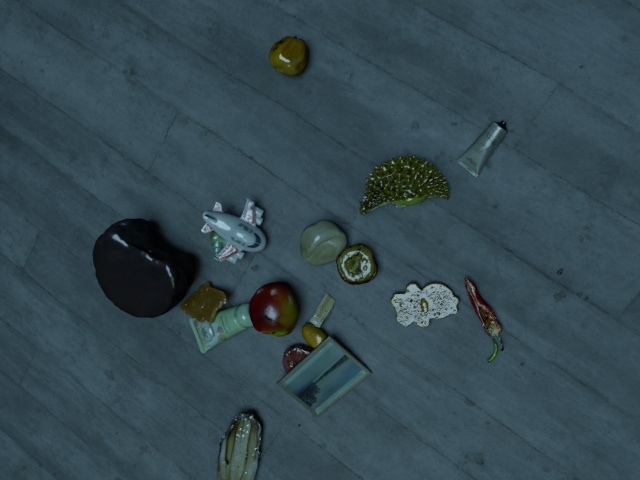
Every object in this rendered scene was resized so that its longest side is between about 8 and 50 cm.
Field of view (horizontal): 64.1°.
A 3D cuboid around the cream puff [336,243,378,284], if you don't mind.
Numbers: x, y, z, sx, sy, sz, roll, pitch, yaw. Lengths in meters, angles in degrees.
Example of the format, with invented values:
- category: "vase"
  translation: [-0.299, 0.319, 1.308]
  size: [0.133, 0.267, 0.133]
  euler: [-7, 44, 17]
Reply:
- category: "cream puff"
  translation: [0.128, 0.080, 1.764]
  size: [0.149, 0.084, 0.149]
  euler: [1, 99, 7]

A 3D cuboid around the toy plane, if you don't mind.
- category: "toy plane"
  translation: [-0.309, -0.037, 1.848]
  size: [0.252, 0.118, 0.252]
  euler: [-1, 99, -9]

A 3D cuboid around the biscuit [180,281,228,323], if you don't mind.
- category: "biscuit"
  translation: [-0.448, 0.243, 1.970]
  size: [0.250, 0.035, 0.162]
  euler: [-12, 66, 31]

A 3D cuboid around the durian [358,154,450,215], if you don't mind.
- category: "durian"
  translation: [0.259, -0.175, 1.673]
  size: [0.306, 0.166, 0.172]
  euler: [-18, 62, 13]

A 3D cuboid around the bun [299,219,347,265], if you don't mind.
- category: "bun"
  translation: [0.000, 0.000, 1.775]
  size: [0.173, 0.166, 0.113]
  euler: [-35, 50, 8]

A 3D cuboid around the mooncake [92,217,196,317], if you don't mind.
- category: "mooncake"
  translation: [-0.674, 0.113, 1.952]
  size: [0.381, 0.212, 0.350]
  euler: [47, 112, 3]

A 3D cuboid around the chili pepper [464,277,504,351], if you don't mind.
- category: "chili pepper"
  translation: [0.536, 0.239, 1.677]
  size: [0.059, 0.050, 0.268]
  euler: [-30, 87, -2]

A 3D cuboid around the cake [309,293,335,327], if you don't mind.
- category: "cake"
  translation: [0.009, 0.254, 1.843]
  size: [0.052, 0.065, 0.121]
  euler: [31, 98, 9]

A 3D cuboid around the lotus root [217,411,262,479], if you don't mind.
- category: "lotus root"
  translation: [-0.317, 0.814, 2.015]
  size: [0.167, 0.078, 0.329]
  euler: [12, 100, -8]

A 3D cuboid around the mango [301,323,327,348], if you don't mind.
- category: "mango"
  translation: [-0.023, 0.349, 1.864]
  size: [0.114, 0.057, 0.079]
  euler: [43, 114, 11]

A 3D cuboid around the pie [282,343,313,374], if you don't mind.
- category: "pie"
  translation: [-0.075, 0.459, 1.904]
  size: [0.154, 0.038, 0.153]
  euler: [3, 101, 17]

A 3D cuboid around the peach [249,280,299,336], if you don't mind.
- category: "peach"
  translation: [-0.165, 0.240, 1.832]
  size: [0.197, 0.197, 0.197]
  euler: [2, 98, 17]

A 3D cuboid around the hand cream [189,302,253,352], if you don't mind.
- category: "hand cream"
  translation: [-0.372, 0.323, 1.963]
  size: [0.306, 0.093, 0.147]
  euler: [-25, 85, 28]

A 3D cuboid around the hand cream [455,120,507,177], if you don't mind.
- category: "hand cream"
  translation: [0.518, -0.297, 1.612]
  size: [0.087, 0.054, 0.186]
  euler: [41, 114, 13]

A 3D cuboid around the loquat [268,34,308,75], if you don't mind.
- category: "loquat"
  translation: [-0.104, -0.626, 1.728]
  size: [0.137, 0.113, 0.137]
  euler: [-5, 74, 16]

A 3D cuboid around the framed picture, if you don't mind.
- category: "framed picture"
  translation: [0.011, 0.500, 1.864]
  size: [0.213, 0.016, 0.289]
  euler: [43, 108, -10]

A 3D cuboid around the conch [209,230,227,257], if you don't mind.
- category: "conch"
  translation: [-0.374, -0.013, 1.918]
  size: [0.088, 0.065, 0.180]
  euler: [6, 90, 18]

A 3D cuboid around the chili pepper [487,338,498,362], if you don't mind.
- category: "chili pepper"
  translation: [0.574, 0.369, 1.700]
  size: [0.030, 0.017, 0.083]
  euler: [17, 103, 16]

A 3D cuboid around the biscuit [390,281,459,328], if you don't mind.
- category: "biscuit"
  translation: [0.356, 0.213, 1.738]
  size: [0.226, 0.036, 0.166]
  euler: [-20, 92, 16]
